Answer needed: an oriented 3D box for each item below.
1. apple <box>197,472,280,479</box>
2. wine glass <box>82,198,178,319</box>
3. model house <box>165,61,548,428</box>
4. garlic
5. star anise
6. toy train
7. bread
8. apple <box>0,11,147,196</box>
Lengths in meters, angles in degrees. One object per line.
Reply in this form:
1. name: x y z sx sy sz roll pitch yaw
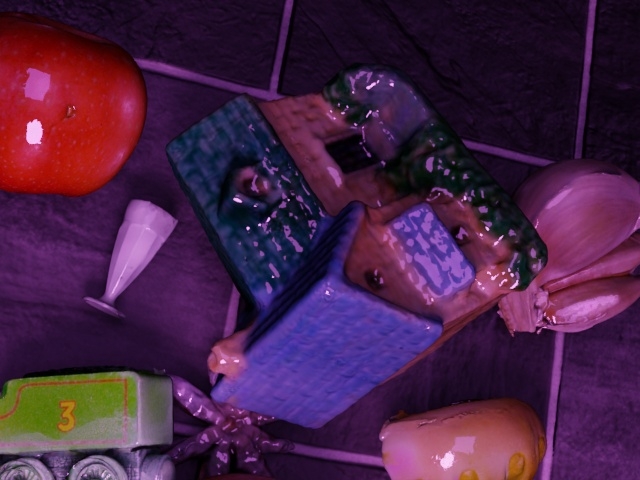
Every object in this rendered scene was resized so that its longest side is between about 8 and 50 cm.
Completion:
1. apple: -0.090 0.435 1.138 0.269 0.345 0.344 0 78 -37
2. wine glass: -0.260 0.025 1.322 0.073 0.073 0.155 27 77 -7
3. model house: 0.000 0.000 1.219 0.343 0.334 0.382 -18 70 -42
4. garlic: 0.372 0.006 1.417 0.292 0.210 0.237 -35 82 -10
5. star anise: -0.125 0.244 1.296 0.229 0.093 0.236 32 74 -7
6. toy train: -0.295 0.250 1.201 0.243 0.132 0.188 -7 77 15
7. bread: 0.207 0.295 1.337 0.261 0.156 0.158 -7 79 -15
8. apple: -0.352 -0.170 1.242 0.260 0.260 0.216 16 99 -11
